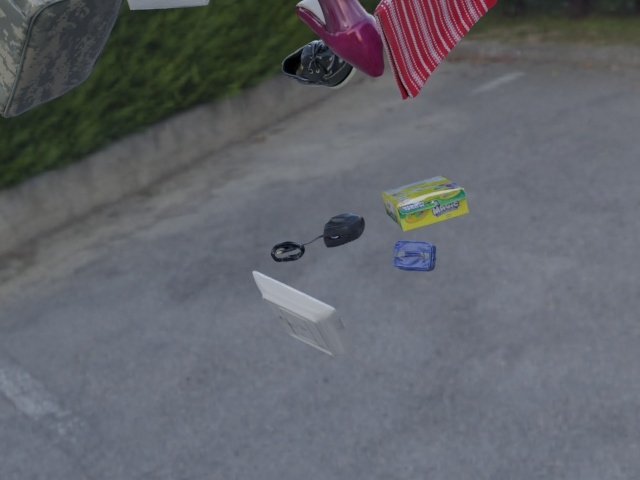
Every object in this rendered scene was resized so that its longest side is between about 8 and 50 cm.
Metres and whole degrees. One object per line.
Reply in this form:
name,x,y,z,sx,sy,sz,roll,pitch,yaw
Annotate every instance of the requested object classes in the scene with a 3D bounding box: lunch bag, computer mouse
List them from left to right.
lunch bag,-0.467,-0.387,1.469,0.212,0.256,0.305,-40,-5,-39
computer mouse,0.000,0.000,2.163,0.242,0.071,0.041,-23,38,-19
lunch bag,0.213,0.035,2.118,0.098,0.067,0.065,1,-3,22

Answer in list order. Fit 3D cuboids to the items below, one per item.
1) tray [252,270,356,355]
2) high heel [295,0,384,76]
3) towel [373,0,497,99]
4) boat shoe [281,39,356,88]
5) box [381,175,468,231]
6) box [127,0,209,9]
tray,-0.025,0.128,1.506,0.145,0.270,0.030,25,75,17
high heel,0.042,-0.395,1.812,0.127,0.181,0.377,-25,12,6
towel,0.198,-0.392,1.586,0.031,0.199,0.275,23,63,37
boat shoe,-0.008,-0.479,2.535,0.113,0.127,0.340,11,3,-25
box,0.158,-0.057,1.436,0.105,0.043,0.179,-16,10,-1
box,-0.308,-0.650,1.820,0.168,0.345,0.215,0,44,12
